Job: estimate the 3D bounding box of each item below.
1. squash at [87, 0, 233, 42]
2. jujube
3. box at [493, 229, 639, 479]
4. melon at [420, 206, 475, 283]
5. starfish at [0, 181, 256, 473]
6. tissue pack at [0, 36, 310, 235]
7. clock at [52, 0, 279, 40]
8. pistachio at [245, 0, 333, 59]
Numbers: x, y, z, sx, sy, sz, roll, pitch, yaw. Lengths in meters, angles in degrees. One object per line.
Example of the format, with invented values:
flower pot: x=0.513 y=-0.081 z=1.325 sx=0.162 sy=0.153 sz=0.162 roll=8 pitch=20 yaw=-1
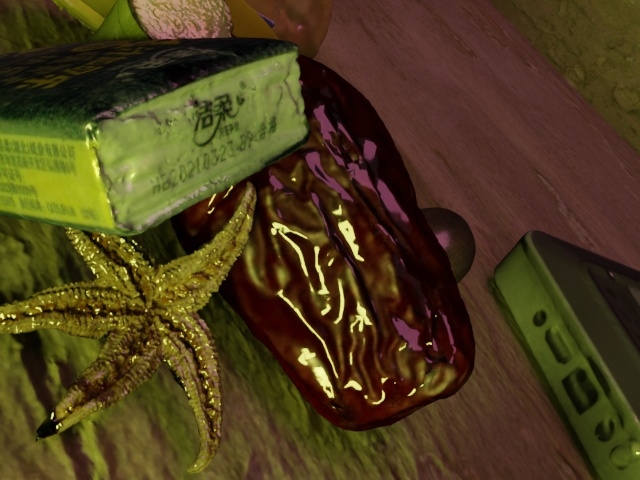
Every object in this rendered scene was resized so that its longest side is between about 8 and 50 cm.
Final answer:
squash: x=-0.175 y=-0.154 z=0.731 sx=0.094 sy=0.224 sz=0.094 roll=15 pitch=66 yaw=-38
jujube: x=0.000 y=0.000 z=0.729 sx=0.216 sy=0.216 sz=0.342 roll=-5 pitch=56 yaw=-54
box: x=0.438 y=0.182 z=1.088 sx=0.397 sy=0.111 sz=0.395 roll=18 pitch=34 yaw=-34
melon: x=0.126 y=0.012 z=0.964 sx=0.098 sy=0.098 sz=0.131 roll=44 pitch=30 yaw=8
starfish: x=-0.117 y=0.046 z=0.589 sx=0.213 sy=0.057 sz=0.238 roll=50 pitch=56 yaw=-1
tissue pack: x=-0.162 y=-0.082 z=0.565 sx=0.257 sy=0.081 sz=0.185 roll=9 pitch=29 yaw=35
clock: x=-0.157 y=-0.240 z=0.850 sx=0.294 sy=0.071 sz=0.277 roll=19 pitch=-11 yaw=38
pistachio: x=-0.118 y=-0.354 z=1.108 sx=0.309 sy=0.230 sz=0.230 roll=39 pitch=26 yaw=6
